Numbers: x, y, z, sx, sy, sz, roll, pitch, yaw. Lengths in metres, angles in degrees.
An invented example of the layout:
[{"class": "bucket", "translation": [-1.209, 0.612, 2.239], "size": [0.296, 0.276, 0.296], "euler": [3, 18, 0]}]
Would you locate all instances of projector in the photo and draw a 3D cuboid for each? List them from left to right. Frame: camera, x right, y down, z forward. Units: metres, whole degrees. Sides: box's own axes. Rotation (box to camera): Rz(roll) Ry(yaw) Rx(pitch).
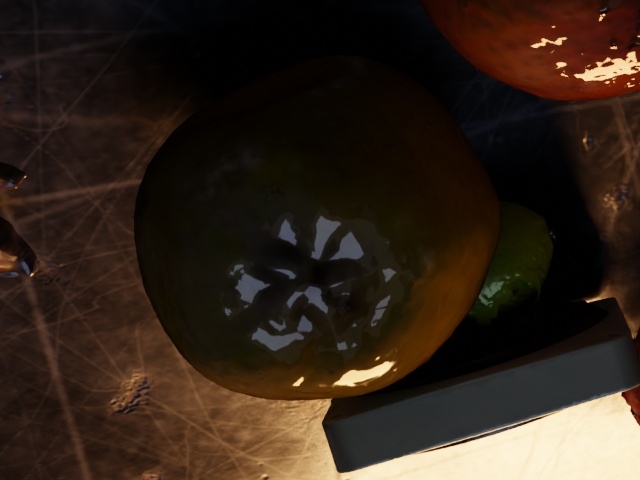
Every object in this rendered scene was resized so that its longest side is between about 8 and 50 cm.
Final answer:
[{"class": "projector", "translation": [0.136, 0.111, 1.643], "size": [0.259, 0.257, 0.079], "euler": [-17, 94, 7]}]

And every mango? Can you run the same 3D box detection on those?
[{"class": "mango", "translation": [0.113, 0.026, 1.629], "size": [0.178, 0.119, 0.100], "euler": [-25, 92, 21]}]

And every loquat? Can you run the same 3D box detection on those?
[{"class": "loquat", "translation": [0.000, 0.000, 1.469], "size": [0.276, 0.284, 0.276], "euler": [2, 106, 6]}]

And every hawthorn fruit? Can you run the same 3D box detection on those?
[{"class": "hawthorn fruit", "translation": [0.170, -0.211, 1.334], "size": [0.276, 0.276, 0.307], "euler": [7, 152, -15]}]

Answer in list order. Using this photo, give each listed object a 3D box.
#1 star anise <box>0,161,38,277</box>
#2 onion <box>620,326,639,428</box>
[{"class": "star anise", "translation": [-0.375, -0.053, 1.481], "size": [0.292, 0.109, 0.350], "euler": [-9, 133, -8]}, {"class": "onion", "translation": [0.364, 0.133, 1.751], "size": [0.184, 0.147, 0.184], "euler": [-4, 119, -7]}]
